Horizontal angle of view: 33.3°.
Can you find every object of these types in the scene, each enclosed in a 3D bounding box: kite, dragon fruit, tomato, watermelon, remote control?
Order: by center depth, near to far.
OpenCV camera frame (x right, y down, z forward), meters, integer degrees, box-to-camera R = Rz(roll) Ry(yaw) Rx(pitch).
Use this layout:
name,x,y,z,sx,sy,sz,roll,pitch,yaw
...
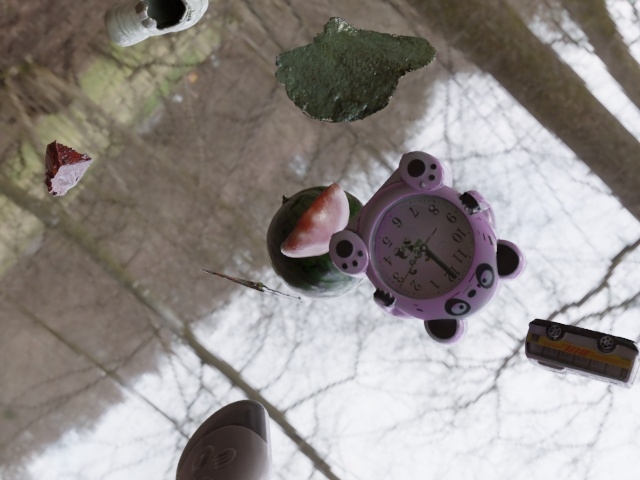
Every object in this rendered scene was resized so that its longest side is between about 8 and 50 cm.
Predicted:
name,x,y,z,sx,sy,sz,roll,pitch,yaw
kite,-0.104,0.063,1.595,0.183,0.160,0.010,-171,-82,-83
remote control,-0.174,0.407,1.892,0.221,0.103,0.332,-40,-160,12
tomato,-0.004,-0.017,1.999,0.166,0.082,0.174,-52,177,27
dragon fruit,-0.520,-0.126,2.134,0.131,0.097,0.063,-48,-144,37
watermelon,0.003,0.004,2.273,0.242,0.242,0.242,-45,-167,13

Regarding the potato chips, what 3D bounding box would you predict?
name,x,y,z,sx,sy,sz,roll,pitch,yaw
potato chips,0.058,-0.266,1.619,0.228,0.167,0.059,-36,165,-5

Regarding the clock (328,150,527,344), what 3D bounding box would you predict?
name,x,y,z,sx,sy,sz,roll,pitch,yaw
clock,0.163,0.016,1.595,0.227,0.248,0.090,-49,165,9

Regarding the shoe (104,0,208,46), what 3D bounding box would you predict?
name,x,y,z,sx,sy,sz,roll,pitch,yaw
shoe,-0.347,-0.545,2.488,0.159,0.124,0.316,-10,-161,44

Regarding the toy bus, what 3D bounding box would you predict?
name,x,y,z,sx,sy,sz,roll,pitch,yaw
toy bus,0.391,0.171,1.606,0.172,0.057,0.072,12,-107,26
